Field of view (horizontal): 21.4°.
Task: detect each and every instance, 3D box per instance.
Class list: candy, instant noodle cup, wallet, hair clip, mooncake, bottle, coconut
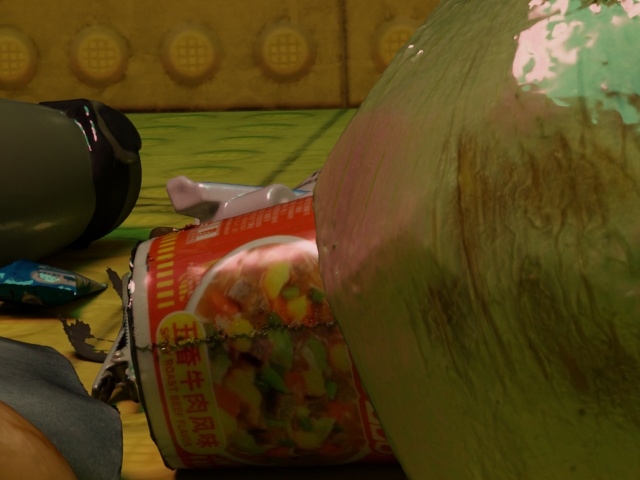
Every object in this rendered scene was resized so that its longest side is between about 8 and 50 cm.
[{"bbox_3d":[-0.229,0.034,1.377,0.088,0.038,0.136,2,1,4],"label":"candy"},{"bbox_3d":[0.012,0.044,0.923,0.212,0.193,0.193,-9,10,6],"label":"instant noodle cup"},{"bbox_3d":[-0.255,0.071,0.947,0.251,0.054,0.290,15,2,-22],"label":"wallet"},{"bbox_3d":[-0.120,0.065,1.127,0.049,0.049,0.173,-2,24,0],"label":"hair clip"},{"bbox_3d":[-0.135,0.027,1.349,0.150,0.057,0.347,4,10,21],"label":"mooncake"},{"bbox_3d":[-0.286,-0.051,1.513,0.168,0.169,0.347,2,8,23],"label":"bottle"},{"bbox_3d":[0.155,-0.011,0.694,0.328,0.329,0.281,3,14,26],"label":"coconut"}]

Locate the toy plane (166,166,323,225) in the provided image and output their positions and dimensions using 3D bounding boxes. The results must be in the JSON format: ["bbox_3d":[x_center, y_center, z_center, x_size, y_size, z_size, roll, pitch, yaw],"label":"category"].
[{"bbox_3d":[0.000,0.005,1.179,0.266,0.123,0.267,2,-15,1],"label":"toy plane"}]

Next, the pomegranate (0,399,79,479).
[{"bbox_3d":[-0.158,0.122,0.379,0.248,0.248,0.248,-2,10,0],"label":"pomegranate"}]
